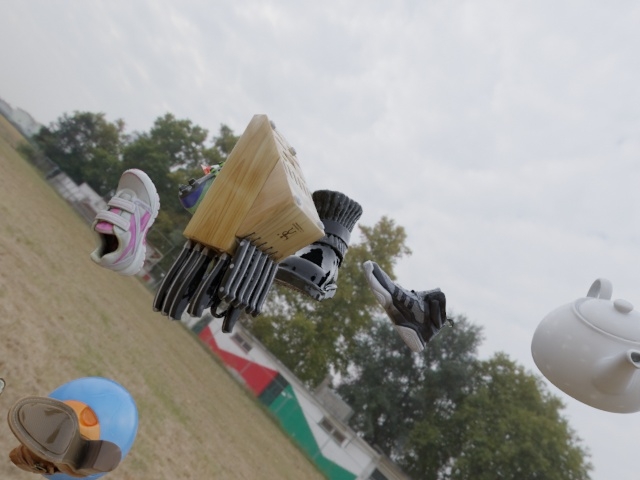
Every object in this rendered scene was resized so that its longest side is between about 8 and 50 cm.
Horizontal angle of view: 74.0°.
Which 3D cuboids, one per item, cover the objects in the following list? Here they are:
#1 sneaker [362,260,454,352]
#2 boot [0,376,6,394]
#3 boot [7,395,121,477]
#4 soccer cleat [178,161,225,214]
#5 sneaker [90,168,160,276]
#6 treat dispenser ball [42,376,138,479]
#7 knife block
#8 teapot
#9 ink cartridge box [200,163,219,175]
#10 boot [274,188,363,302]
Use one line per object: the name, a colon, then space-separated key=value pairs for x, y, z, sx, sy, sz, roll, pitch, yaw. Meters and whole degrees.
sneaker: x=0.230 y=0.143 z=1.106 sx=0.269 sy=0.153 sz=0.101 roll=57 pitch=2 yaw=3
boot: x=-1.059 y=0.453 z=1.142 sx=0.269 sy=0.236 sz=0.089 roll=6 pitch=-50 yaw=3
boot: x=-0.611 y=0.443 z=0.937 sx=0.220 sy=0.109 sz=0.283 roll=-16 pitch=-46 yaw=23
soccer cleat: x=-0.354 y=-0.193 z=1.491 sx=0.093 sy=0.289 sz=0.121 roll=43 pitch=-20 yaw=53
sneaker: x=-0.451 y=-0.044 z=0.970 sx=0.102 sy=0.253 sz=0.111 roll=6 pitch=-5 yaw=15
treat dispenser ball: x=-0.693 y=0.553 z=1.249 sx=0.288 sy=0.288 sz=0.288 roll=39 pitch=-19 yaw=17
knife block: x=-0.128 y=-0.019 z=0.599 sx=0.088 sy=0.242 sz=0.276 roll=47 pitch=19 yaw=-51
teapot: x=0.570 y=0.198 z=0.855 sx=0.256 sy=0.252 sz=0.187 roll=-131 pitch=-136 yaw=-56
ink cartridge box: x=-0.402 y=-0.230 z=1.777 sx=0.189 sy=0.066 sz=0.232 roll=62 pitch=-2 yaw=1
boot: x=-0.004 y=-0.001 z=0.999 sx=0.131 sy=0.260 sz=0.348 roll=19 pitch=-2 yaw=11
